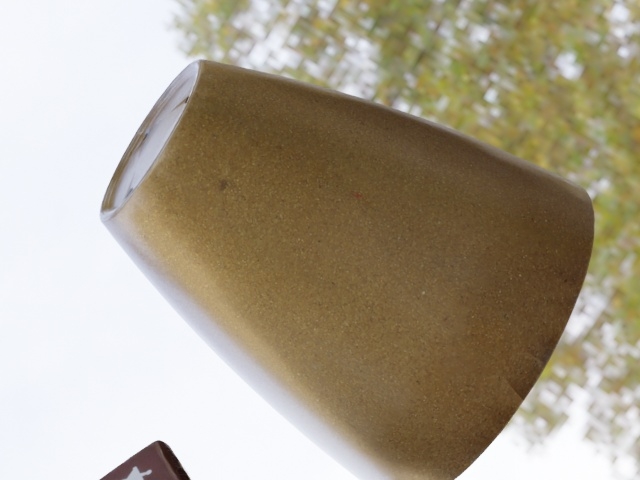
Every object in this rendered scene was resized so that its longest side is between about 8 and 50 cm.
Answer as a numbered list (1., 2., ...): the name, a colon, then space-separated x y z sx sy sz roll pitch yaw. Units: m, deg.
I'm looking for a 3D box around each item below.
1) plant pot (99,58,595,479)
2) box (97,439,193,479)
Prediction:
1. plant pot: 0.000 0.000 1.252 0.254 0.237 0.237 32 -87 -15
2. box: -0.088 0.264 1.145 0.167 0.168 0.203 -34 -58 -5
